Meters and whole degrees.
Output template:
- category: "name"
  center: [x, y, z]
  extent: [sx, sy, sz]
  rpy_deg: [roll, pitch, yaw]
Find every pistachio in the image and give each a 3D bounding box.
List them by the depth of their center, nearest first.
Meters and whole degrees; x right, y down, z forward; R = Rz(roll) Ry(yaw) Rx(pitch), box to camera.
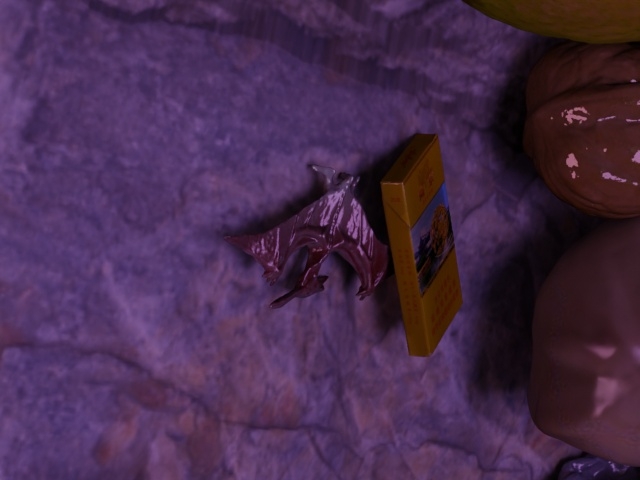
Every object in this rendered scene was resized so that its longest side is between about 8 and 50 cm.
- category: "pistachio"
  center: [0.295, 0.068, 1.447]
  extent: [0.208, 0.226, 0.332]
  rpy_deg: [52, 45, -6]

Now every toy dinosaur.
- category: "toy dinosaur"
  center: [0.001, 0.000, 1.244]
  extent: [0.220, 0.032, 0.108]
  rpy_deg: [10, 94, -49]

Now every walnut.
- category: "walnut"
  center: [0.240, -0.092, 1.384]
  extent: [0.167, 0.149, 0.166]
  rpy_deg: [12, 65, -26]

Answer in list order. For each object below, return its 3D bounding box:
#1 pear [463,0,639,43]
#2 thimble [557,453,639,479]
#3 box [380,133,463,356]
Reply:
- category: "pear"
  center: [0.216, -0.311, 1.121]
  extent: [0.391, 0.391, 0.391]
  rpy_deg: [-17, 114, -41]
- category: "thimble"
  center: [0.284, 0.264, 1.549]
  extent: [0.151, 0.127, 0.117]
  rpy_deg: [-30, 124, -42]
- category: "box"
  center: [0.080, 0.003, 1.314]
  extent: [0.087, 0.023, 0.155]
  rpy_deg: [-49, 136, -50]
